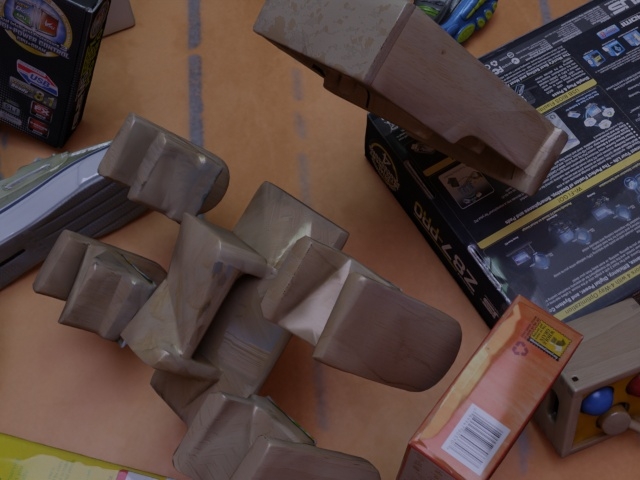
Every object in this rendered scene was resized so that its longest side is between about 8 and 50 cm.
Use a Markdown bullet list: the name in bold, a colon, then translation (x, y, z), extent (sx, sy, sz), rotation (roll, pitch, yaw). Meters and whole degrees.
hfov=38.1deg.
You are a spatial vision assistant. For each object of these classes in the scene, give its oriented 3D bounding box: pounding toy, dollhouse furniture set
- **pounding toy**: translation (0.277, 0.147, 0.880), extent (0.130, 0.141, 0.100), rotation (-19, 46, -12)
- **dollhouse furniture set**: translation (0.000, 0.000, 0.834), extent (0.362, 0.256, 0.394), rotation (35, 97, 44)

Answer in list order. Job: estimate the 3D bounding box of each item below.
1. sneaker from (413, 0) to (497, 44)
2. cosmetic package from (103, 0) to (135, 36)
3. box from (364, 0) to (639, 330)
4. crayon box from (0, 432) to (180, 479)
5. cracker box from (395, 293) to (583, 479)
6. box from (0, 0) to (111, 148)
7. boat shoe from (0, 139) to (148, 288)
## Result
- **sneaker**: translation (0.133, -0.259, 1.122), extent (0.188, 0.067, 0.078), rotation (-41, 49, -17)
- **cosmetic package**: translation (-0.335, -0.378, 1.084), extent (0.138, 0.224, 0.224), rotation (-25, 65, -13)
- **box**: translation (0.295, -0.089, 1.010), extent (0.395, 0.097, 0.318), rotation (-29, 65, -13)
- **crayon box**: translation (-0.244, 0.291, 0.825), extent (0.319, 0.081, 0.202), rotation (14, 64, 6)
- **cracker box**: translation (0.135, 0.163, 0.805), extent (0.067, 0.232, 0.155), rotation (35, 69, 15)
- **box**: translation (-0.369, -0.239, 0.980), extent (0.270, 0.216, 0.060), rotation (26, 49, -6)
- **boat shoe**: translation (-0.291, -0.045, 0.983), extent (0.302, 0.109, 0.094), rotation (-30, 65, -11)
